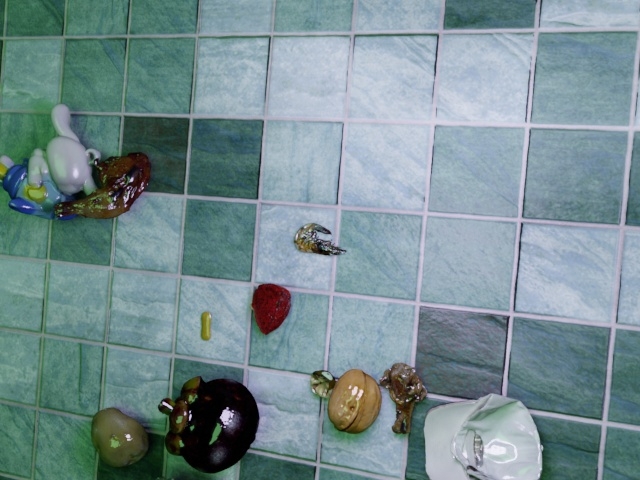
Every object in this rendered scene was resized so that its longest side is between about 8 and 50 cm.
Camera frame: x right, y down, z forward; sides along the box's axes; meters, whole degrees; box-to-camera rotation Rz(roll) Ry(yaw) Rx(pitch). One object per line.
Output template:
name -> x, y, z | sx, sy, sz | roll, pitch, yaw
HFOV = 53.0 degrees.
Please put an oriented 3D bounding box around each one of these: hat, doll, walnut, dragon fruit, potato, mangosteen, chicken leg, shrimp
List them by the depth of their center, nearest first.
hat -> 0.409, 0.546, 1.677 | 0.301, 0.168, 0.257 | -15, 61, 40
chicken leg -> 0.232, 0.430, 1.760 | 0.125, 0.080, 0.196 | -16, 93, 27
walnut -> 0.094, 0.449, 1.767 | 0.144, 0.144, 0.180 | 29, 92, 16
hat -> 0.014, 0.404, 1.830 | 0.077, 0.059, 0.076 | 15, 115, 36
shrimp -> 0.000, 0.000, 1.850 | 0.161, 0.034, 0.091 | 13, 93, 18
mangosteen -> -0.320, 0.520, 1.855 | 0.288, 0.233, 0.287 | 3, 98, 19
dragon fruit -> -0.142, 0.181, 1.877 | 0.106, 0.083, 0.162 | 34, 119, 33
chicken leg -> -0.658, -0.159, 1.976 | 0.177, 0.083, 0.322 | 36, 74, -1
potato -> -0.632, 0.607, 2.002 | 0.157, 0.157, 0.194 | -46, 64, 12
doll -> -0.865, -0.197, 2.066 | 0.366, 0.187, 0.376 | -29, 69, 5

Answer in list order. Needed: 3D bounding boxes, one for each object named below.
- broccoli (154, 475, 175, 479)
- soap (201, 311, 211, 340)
broccoli -> -0.400, 0.802, 1.895 | 0.269, 0.269, 0.254 | -21, 88, 17
soap -> -0.352, 0.263, 1.972 | 0.034, 0.012, 0.089 | 1, 90, 18
